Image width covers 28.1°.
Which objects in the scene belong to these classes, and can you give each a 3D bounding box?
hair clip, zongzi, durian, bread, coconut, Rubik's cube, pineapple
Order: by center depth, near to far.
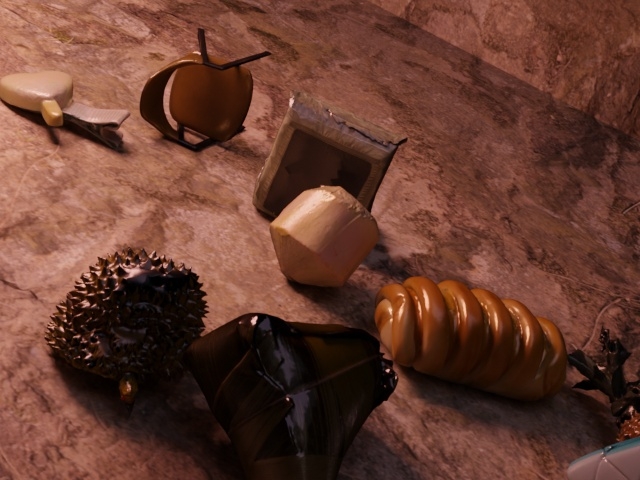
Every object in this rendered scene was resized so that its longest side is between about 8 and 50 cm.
[{"bbox_3d":[0.009,0.243,1.515,0.289,0.154,0.317,9,53,-47],"label":"zongzi"},{"bbox_3d":[-0.226,0.091,1.553,0.193,0.137,0.237,14,27,-21],"label":"durian"},{"bbox_3d":[0.435,0.297,1.628,0.254,0.254,0.254,20,25,-10],"label":"Rubik's cube"},{"bbox_3d":[0.451,0.248,1.873,0.130,0.119,0.277,21,23,-23],"label":"pineapple"},{"bbox_3d":[0.232,0.139,1.895,0.311,0.121,0.173,16,25,-21],"label":"bread"},{"bbox_3d":[0.000,0.000,1.941,0.147,0.152,0.147,42,-7,6],"label":"coconut"},{"bbox_3d":[-0.425,-0.217,2.088,0.218,0.071,0.159,20,27,1],"label":"hair clip"}]

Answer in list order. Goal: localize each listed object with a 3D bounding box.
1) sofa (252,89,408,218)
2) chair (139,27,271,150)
[{"bbox_3d":[0.016,-0.129,2.114,0.210,0.225,0.176,23,28,3],"label":"sofa"},{"bbox_3d":[-0.207,-0.260,2.254,0.172,0.158,0.247,20,23,-2],"label":"chair"}]
